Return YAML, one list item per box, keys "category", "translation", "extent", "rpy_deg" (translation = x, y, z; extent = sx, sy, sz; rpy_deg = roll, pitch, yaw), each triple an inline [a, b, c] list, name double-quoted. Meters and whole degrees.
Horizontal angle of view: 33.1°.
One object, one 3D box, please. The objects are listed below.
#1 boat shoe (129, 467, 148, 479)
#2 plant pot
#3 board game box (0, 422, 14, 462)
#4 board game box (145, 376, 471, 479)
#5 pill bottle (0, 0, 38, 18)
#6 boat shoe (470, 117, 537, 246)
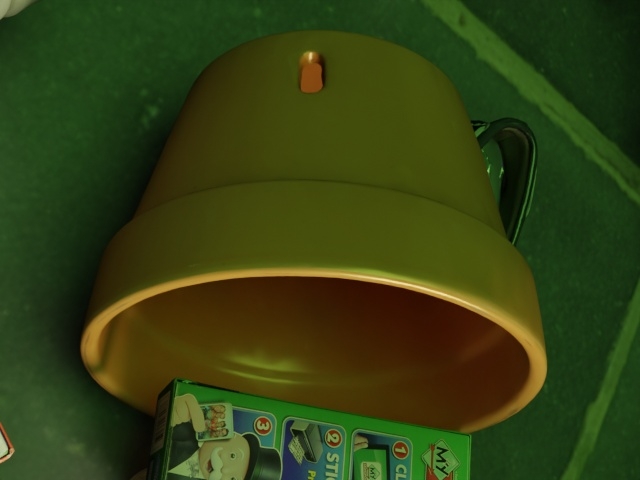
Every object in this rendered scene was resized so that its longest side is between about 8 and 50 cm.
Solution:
- category: "boat shoe"
  translation: [-0.004, 0.231, 0.778]
  extent: [0.302, 0.109, 0.094]
  rpy_deg: [13, 120, -19]
- category: "plant pot"
  translation: [0.000, 0.000, 0.725]
  extent: [0.290, 0.291, 0.204]
  rpy_deg: [21, 56, -28]
- category: "board game box"
  translation: [-0.299, 0.020, 0.439]
  extent: [0.242, 0.064, 0.317]
  rpy_deg: [-32, 118, -32]
- category: "board game box"
  translation: [-0.014, 0.260, 0.657]
  extent: [0.213, 0.046, 0.317]
  rpy_deg: [14, 64, -19]
- category: "pill bottle"
  translation: [-0.319, -0.138, 0.571]
  extent: [0.361, 0.204, 0.204]
  rpy_deg: [-39, 104, -29]
- category: "boat shoe"
  translation: [0.092, 0.030, 0.868]
  extent: [0.114, 0.091, 0.303]
  rpy_deg: [27, 70, -26]
